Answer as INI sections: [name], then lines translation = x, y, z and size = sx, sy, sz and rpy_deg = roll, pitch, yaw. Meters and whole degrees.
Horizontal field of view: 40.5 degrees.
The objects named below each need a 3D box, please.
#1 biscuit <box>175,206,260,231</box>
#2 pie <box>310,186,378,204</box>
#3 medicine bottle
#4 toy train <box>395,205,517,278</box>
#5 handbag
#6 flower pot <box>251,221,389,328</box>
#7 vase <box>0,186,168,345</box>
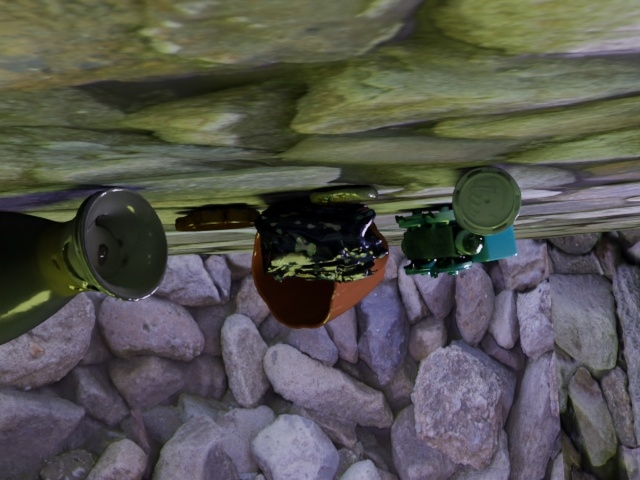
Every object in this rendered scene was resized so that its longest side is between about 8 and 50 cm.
[biscuit]
translation = -0.142, -0.031, 1.228
size = 0.124, 0.026, 0.175
rpy_deg = -4, 178, -14
[pie]
translation = 0.029, -0.054, 1.054
size = 0.085, 0.017, 0.085
rpy_deg = -4, 178, 0
[medicine bottle]
translation = 0.188, -0.041, 1.019
size = 0.073, 0.074, 0.218
rpy_deg = -4, 179, 7
[toy train]
translation = 0.228, -0.004, 1.454
size = 0.162, 0.112, 0.203
rpy_deg = -9, -178, -25
[handbag]
translation = 0.000, 0.000, 1.150
size = 0.161, 0.113, 0.260
rpy_deg = -8, -177, -2
[flower pot]
translation = 0.009, 0.033, 1.401
size = 0.190, 0.191, 0.173
rpy_deg = -6, -172, 43
[vase]
translation = -0.325, 0.033, 0.965
size = 0.321, 0.173, 0.173
rpy_deg = -11, 174, 31
